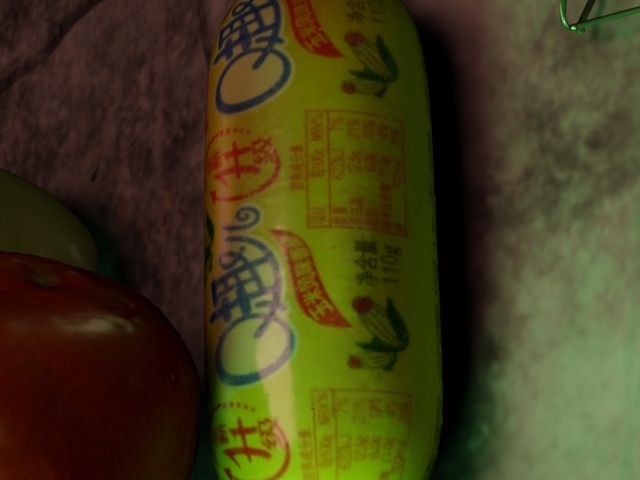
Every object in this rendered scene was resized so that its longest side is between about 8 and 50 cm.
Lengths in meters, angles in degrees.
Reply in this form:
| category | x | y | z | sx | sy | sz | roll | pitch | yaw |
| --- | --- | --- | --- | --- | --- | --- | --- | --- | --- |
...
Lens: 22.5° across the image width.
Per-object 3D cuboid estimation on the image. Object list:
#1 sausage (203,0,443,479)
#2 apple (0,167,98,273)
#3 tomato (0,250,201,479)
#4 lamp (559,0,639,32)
| category | x | y | z | sx | sy | sz | roll | pitch | yaw |
| --- | --- | --- | --- | --- | --- | --- | --- | --- | --- |
| sausage | 0.000 | 0.000 | 0.842 | 0.123 | 0.123 | 0.347 | -21 | 64 | 43 |
| apple | -0.302 | 0.078 | 1.071 | 0.258 | 0.233 | 0.295 | 19 | 91 | 45 |
| tomato | -0.208 | 0.150 | 0.805 | 0.325 | 0.290 | 0.293 | -67 | -12 | -72 |
| lamp | 0.169 | -0.122 | 0.763 | 0.121 | 0.041 | 0.054 | 12 | 96 | 46 |
